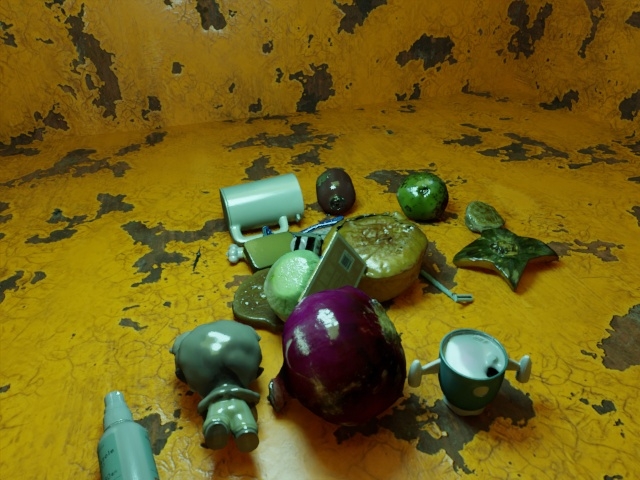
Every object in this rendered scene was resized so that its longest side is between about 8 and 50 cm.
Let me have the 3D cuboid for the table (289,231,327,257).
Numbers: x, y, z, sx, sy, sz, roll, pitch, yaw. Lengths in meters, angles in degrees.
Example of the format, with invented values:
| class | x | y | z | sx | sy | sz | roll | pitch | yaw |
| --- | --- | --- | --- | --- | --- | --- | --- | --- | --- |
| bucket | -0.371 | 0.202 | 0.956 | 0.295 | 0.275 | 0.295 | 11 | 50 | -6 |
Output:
| class | x | y | z | sx | sy | sz | roll | pitch | yaw |
| --- | --- | --- | --- | --- | --- | --- | --- | --- | --- |
| table | -0.040 | 0.050 | 1.626 | 0.176 | 0.146 | 0.062 | 3 | 15 | -38 |

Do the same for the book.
| class | x | y | z | sx | sy | sz | roll | pitch | yaw |
| --- | --- | --- | --- | --- | --- | --- | --- | --- | --- |
| book | 0.040 | 0.119 | 1.353 | 0.018 | 0.170 | 0.241 | -1 | 52 | 47 |

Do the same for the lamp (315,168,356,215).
| class | x | y | z | sx | sy | sz | roll | pitch | yaw |
| --- | --- | --- | --- | --- | --- | --- | --- | --- | --- |
| lamp | 0.062 | -0.209 | 2.077 | 0.180 | 0.180 | 0.258 | -3 | 34 | -1 |

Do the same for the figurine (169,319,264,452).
| class | x | y | z | sx | sy | sz | roll | pitch | yaw |
| --- | --- | --- | --- | --- | --- | --- | --- | --- | --- |
| figurine | -0.245 | 0.343 | 1.174 | 0.249 | 0.203 | 0.380 | -7 | 33 | -15 |

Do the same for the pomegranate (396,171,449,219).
| class | x | y | z | sx | sy | sz | roll | pitch | yaw |
| --- | --- | --- | --- | --- | --- | --- | --- | --- | --- |
| pomegranate | 0.437 | -0.180 | 2.009 | 0.215 | 0.214 | 0.248 | 8 | -4 | 16 |

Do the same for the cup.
| class | x | y | z | sx | sy | sz | roll | pitch | yaw |
| --- | --- | --- | --- | --- | --- | --- | --- | --- | --- |
| cup | 0.366 | 0.337 | 1.168 | 0.300 | 0.173 | 0.167 | -2 | 31 | 0 |

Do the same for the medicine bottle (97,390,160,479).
| class | x | y | z | sx | sy | sz | roll | pitch | yaw |
| --- | --- | --- | --- | --- | --- | --- | --- | --- | --- |
| medicine bottle | -0.437 | 0.476 | 1.058 | 0.110 | 0.110 | 0.352 | -18 | 35 | -23 |

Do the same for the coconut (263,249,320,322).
| class | x | y | z | sx | sy | sz | roll | pitch | yaw |
| --- | --- | --- | --- | --- | --- | --- | --- | --- | --- |
| coconut | -0.058 | 0.148 | 1.407 | 0.205 | 0.235 | 0.235 | -28 | 34 | 3 |

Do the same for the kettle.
| class | x | y | z | sx | sy | sz | roll | pitch | yaw |
| --- | --- | --- | --- | --- | --- | --- | --- | --- | --- |
| kettle | -0.239 | -0.125 | 1.968 | 0.318 | 0.264 | 0.205 | -12 | 2 | -16 |

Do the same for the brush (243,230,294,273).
| class | x | y | z | sx | sy | sz | roll | pitch | yaw |
| --- | --- | --- | --- | --- | --- | --- | --- | --- | --- |
| brush | -0.175 | 0.044 | 1.726 | 0.197 | 0.059 | 0.123 | -14 | 64 | -30 |

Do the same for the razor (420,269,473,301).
| class | x | y | z | sx | sy | sz | roll | pitch | yaw |
| --- | --- | --- | --- | --- | --- | --- | --- | --- | --- |
| razor | 0.409 | 0.156 | 1.595 | 0.084 | 0.035 | 0.211 | 6 | 17 | -34 |

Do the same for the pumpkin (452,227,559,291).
| class | x | y | z | sx | sy | sz | roll | pitch | yaw |
| --- | --- | --- | --- | --- | --- | --- | --- | --- | --- |
| pumpkin | 0.661 | 0.051 | 1.681 | 0.290 | 0.095 | 0.258 | -30 | 45 | -31 |

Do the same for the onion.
| class | x | y | z | sx | sy | sz | roll | pitch | yaw |
| --- | --- | --- | --- | --- | --- | --- | --- | --- | --- |
| onion | 0.013 | 0.307 | 1.159 | 0.385 | 0.347 | 0.347 | -35 | 29 | 15 |

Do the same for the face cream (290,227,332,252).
| class | x | y | z | sx | sy | sz | roll | pitch | yaw |
| --- | --- | --- | --- | --- | --- | --- | --- | --- | --- |
| face cream | 0.000 | 0.000 | 1.780 | 0.082 | 0.081 | 0.269 | 21 | 24 | 32 |

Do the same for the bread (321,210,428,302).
| class | x | y | z | sx | sy | sz | roll | pitch | yaw |
| --- | --- | --- | --- | --- | --- | --- | --- | --- | --- |
| bread | 0.184 | 0.050 | 1.620 | 0.337 | 0.204 | 0.358 | 17 | 41 | 24 |

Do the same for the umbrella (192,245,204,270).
| class | x | y | z | sx | sy | sz | roll | pitch | yaw |
| --- | --- | --- | --- | --- | --- | --- | --- | --- | --- |
| umbrella | -0.472 | 0.069 | 1.800 | 0.022 | 0.022 | 0.148 | 5 | 37 | 3 |

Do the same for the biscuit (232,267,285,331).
| class | x | y | z | sx | sy | sz | roll | pitch | yaw |
| --- | --- | --- | --- | --- | --- | --- | --- | --- | --- |
| biscuit | -0.155 | 0.190 | 1.556 | 0.258 | 0.049 | 0.273 | 13 | 37 | 18 |

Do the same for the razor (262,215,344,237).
| class | x | y | z | sx | sy | sz | roll | pitch | yaw |
| --- | --- | --- | --- | --- | --- | --- | --- | --- | --- |
| razor | -0.063 | -0.043 | 1.848 | 0.325 | 0.056 | 0.093 | -11 | 26 | -8 |

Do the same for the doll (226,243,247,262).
| class | x | y | z | sx | sy | sz | roll | pitch | yaw |
| --- | --- | --- | --- | --- | --- | --- | --- | --- | --- |
| doll | -0.274 | 0.047 | 1.781 | 0.163 | 0.062 | 0.106 | -2 | 33 | -2 |

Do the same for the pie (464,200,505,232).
| class | x | y | z | sx | sy | sz | roll | pitch | yaw |
| --- | --- | --- | --- | --- | --- | --- | --- | --- | --- |
| pie | 0.666 | -0.089 | 1.924 | 0.163 | 0.078 | 0.193 | 21 | 39 | 20 |
